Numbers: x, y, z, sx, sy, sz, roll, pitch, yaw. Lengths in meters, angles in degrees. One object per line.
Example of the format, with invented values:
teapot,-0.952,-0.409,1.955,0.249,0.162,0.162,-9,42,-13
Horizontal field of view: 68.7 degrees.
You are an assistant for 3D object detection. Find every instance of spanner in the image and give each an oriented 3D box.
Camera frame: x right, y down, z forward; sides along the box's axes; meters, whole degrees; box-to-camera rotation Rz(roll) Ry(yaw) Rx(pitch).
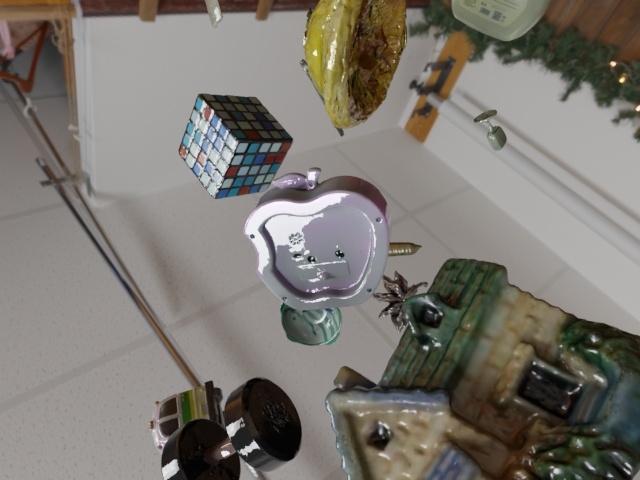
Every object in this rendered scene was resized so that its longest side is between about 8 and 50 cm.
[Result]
spanner,0.008,-0.352,1.179,0.015,0.254,0.054,-32,-125,6

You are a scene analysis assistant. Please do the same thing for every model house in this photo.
model house,0.211,0.263,0.742,0.399,0.395,0.446,32,-98,21

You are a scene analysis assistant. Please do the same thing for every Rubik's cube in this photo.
Rubik's cube,-0.211,-0.234,1.163,0.187,0.182,0.184,-14,-124,-46

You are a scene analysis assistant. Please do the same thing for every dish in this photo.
dish,-0.016,0.232,1.522,0.224,0.246,0.078,42,-159,-12

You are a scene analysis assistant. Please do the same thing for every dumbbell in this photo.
dumbbell,-0.157,0.360,0.833,0.152,0.218,0.153,46,-162,-20

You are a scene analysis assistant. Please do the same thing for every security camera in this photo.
security camera,0.403,-0.255,1.100,0.092,0.058,0.058,57,-142,-22

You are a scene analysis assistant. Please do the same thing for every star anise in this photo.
star anise,0.285,0.197,1.607,0.209,0.089,0.231,43,-114,-14

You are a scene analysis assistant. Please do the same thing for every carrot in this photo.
carrot,0.169,0.033,1.581,0.341,0.070,0.070,-4,-139,15

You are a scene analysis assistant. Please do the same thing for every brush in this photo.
brush,-0.306,-0.685,1.141,0.050,0.060,0.322,-18,-87,-34

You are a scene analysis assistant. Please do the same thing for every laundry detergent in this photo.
laundry detergent,0.342,-0.501,0.821,0.181,0.254,0.091,35,-126,18

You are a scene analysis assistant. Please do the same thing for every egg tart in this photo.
egg tart,0.060,-0.350,0.847,0.115,0.291,0.290,23,-140,24

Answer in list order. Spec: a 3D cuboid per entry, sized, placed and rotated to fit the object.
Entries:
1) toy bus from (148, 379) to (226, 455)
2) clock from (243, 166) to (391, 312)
toy bus,-0.323,0.515,1.221,0.178,0.306,0.143,-12,-131,-12
clock,0.000,0.000,1.067,0.338,0.339,0.102,22,-153,-1
